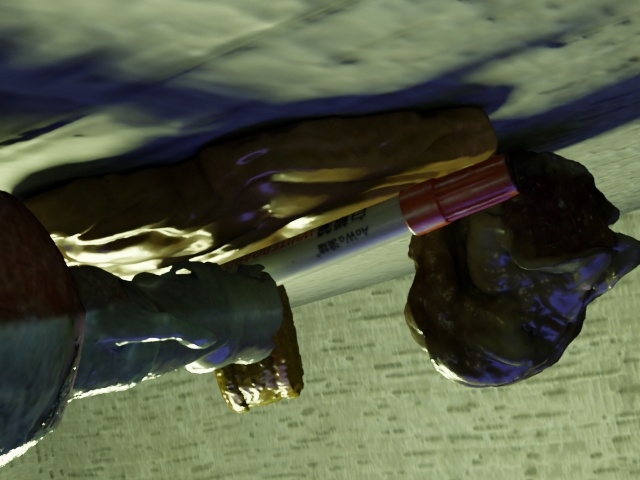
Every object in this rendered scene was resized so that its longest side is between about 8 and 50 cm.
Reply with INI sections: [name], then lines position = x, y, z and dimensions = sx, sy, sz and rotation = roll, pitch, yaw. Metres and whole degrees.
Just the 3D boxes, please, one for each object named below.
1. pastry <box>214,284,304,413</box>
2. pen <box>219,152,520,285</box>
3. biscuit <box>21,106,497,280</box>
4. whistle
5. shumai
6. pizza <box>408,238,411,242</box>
[pastry]
position = -0.086, 0.127, 1.265
dimensions = 0.103, 0.188, 0.189
rotation = -12, 175, 2
[pen]
position = 0.003, 0.003, 0.567
dimensions = 0.239, 0.028, 0.028
rotation = -21, 172, 23
[biscuit]
position = -0.023, -0.021, 0.626
dimensions = 0.376, 0.051, 0.269
rotation = -8, 170, -46
[whistle]
position = -0.131, 0.035, 0.420
dimensions = 0.142, 0.133, 0.346
rotation = -31, 164, 27
[shumai]
position = 0.188, 0.014, 0.803
dimensions = 0.185, 0.184, 0.218
rotation = -16, -178, 41
[pizza]
position = 0.202, 0.001, 1.430
dimensions = 0.134, 0.046, 0.175
rotation = -17, 174, 22
